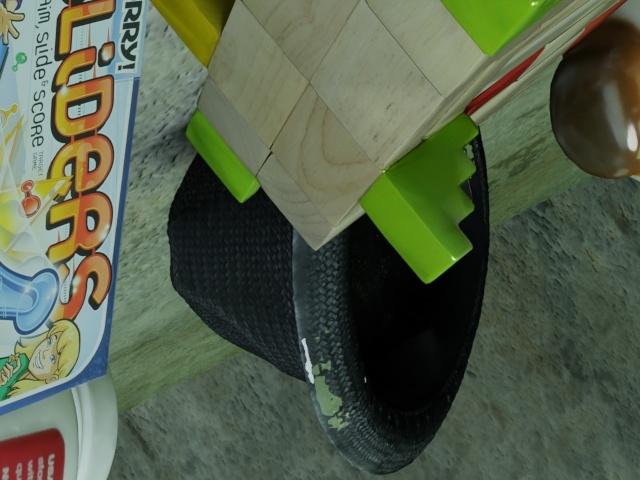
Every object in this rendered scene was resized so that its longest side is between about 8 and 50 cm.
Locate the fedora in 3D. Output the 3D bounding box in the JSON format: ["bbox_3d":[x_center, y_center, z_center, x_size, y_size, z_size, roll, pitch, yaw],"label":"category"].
[{"bbox_3d":[0.000,0.000,1.108,0.152,0.334,0.334,2,-175,23],"label":"fedora"}]

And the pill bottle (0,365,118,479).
[{"bbox_3d":[-0.257,0.106,0.781,0.229,0.229,0.407,-30,172,16],"label":"pill bottle"}]

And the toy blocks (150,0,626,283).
[{"bbox_3d":[0.092,-0.141,0.723,0.261,0.191,0.381,-38,177,-17],"label":"toy blocks"}]

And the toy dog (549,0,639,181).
[{"bbox_3d":[0.337,-0.124,0.953,0.408,0.395,0.284,7,-148,36],"label":"toy dog"}]

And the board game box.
[{"bbox_3d":[-0.128,-0.026,0.618,0.136,0.035,0.201,-20,126,-50],"label":"board game box"}]
